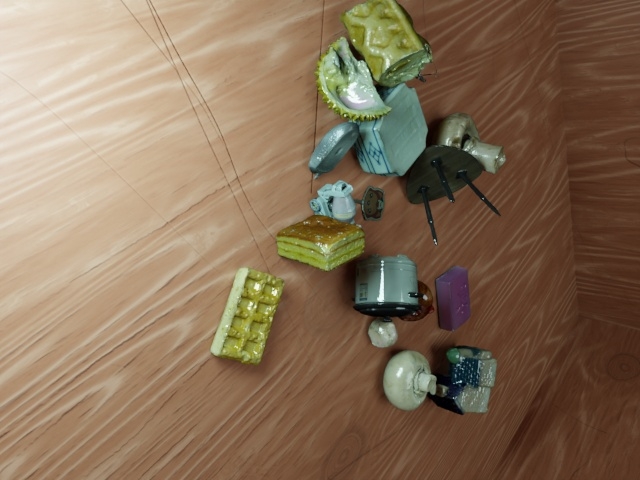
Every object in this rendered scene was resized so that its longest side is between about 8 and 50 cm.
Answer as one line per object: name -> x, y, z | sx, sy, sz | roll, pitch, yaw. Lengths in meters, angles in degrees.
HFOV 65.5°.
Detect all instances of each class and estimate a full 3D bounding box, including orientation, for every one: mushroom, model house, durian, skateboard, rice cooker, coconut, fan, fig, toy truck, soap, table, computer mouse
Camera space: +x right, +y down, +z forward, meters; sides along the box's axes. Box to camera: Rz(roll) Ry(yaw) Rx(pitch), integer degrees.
mushroom -> 0.376, 0.574, 2.047 | 0.246, 0.202, 0.247 | 3, 87, -53
model house -> 0.637, 0.641, 2.314 | 0.284, 0.243, 0.299 | 10, 86, -38
durian -> 0.079, -0.494, 1.560 | 0.172, 0.166, 0.307 | -6, 71, -54
skateboard -> 0.429, -0.646, 1.964 | 0.063, 0.083, 0.032 | 17, 84, -47
mushroom -> 0.607, -0.380, 2.049 | 0.292, 0.289, 0.293 | -19, 115, -47
rice cooker -> 0.237, 0.179, 1.784 | 0.241, 0.280, 0.227 | 17, 68, -48
coconut -> 0.245, 0.367, 1.939 | 0.110, 0.110, 0.125 | -36, 115, -36
fan -> 0.172, -0.139, 1.841 | 0.219, 0.009, 0.132 | 2, 93, -48
fig -> 0.363, 0.225, 2.023 | 0.174, 0.207, 0.175 | -4, 118, -8
toy truck -> 0.067, -0.079, 1.646 | 0.108, 0.140, 0.257 | -41, 124, -35
soap -> 0.627, 0.271, 2.336 | 0.181, 0.081, 0.260 | -25, 114, -41
table -> 0.481, -0.172, 1.862 | 0.317, 0.317, 0.249 | 33, 34, -44
computer mouse -> 0.034, -0.296, 1.586 | 0.229, 0.068, 0.113 | -48, 154, 25

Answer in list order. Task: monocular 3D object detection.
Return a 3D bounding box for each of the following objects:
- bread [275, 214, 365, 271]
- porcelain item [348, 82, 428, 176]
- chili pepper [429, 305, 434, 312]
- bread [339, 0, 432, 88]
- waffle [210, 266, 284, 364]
bread -> 0.000, 0.000, 1.524 | 0.184, 0.234, 0.111 | -23, 116, -40
porcelain item -> 0.237, -0.390, 1.755 | 0.286, 0.157, 0.282 | -50, 129, -28
chili pepper -> 0.458, 0.301, 2.184 | 0.168, 0.064, 0.088 | 10, 91, -50
bread -> 0.215, -0.637, 1.593 | 0.238, 0.196, 0.252 | -21, 79, -4
waffle -> -0.210, 0.224, 1.470 | 0.168, 0.057, 0.275 | 25, 79, -46
